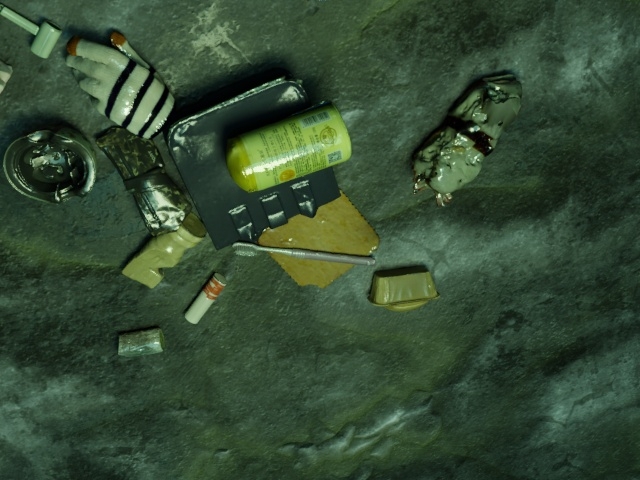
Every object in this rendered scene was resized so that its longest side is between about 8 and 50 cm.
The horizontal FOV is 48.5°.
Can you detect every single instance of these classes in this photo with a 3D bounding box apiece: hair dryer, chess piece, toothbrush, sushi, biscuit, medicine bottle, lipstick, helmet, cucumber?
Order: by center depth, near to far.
[{"bbox_3d":[-0.550,-0.397,1.316,0.124,0.038,0.063,30,108,-20],"label":"hair dryer"},{"bbox_3d":[-0.066,-0.176,1.376,0.238,0.124,0.124,-20,122,-6],"label":"medicine bottle"},{"bbox_3d":[-0.524,-0.163,1.413,0.176,0.107,0.153,-6,125,11],"label":"helmet"},{"bbox_3d":[0.324,-0.230,1.571,0.124,0.130,0.332,30,107,-27],"label":"sushi"},{"bbox_3d":[-0.350,0.024,1.580,0.200,0.090,0.090,-42,120,19],"label":"chess piece"},{"bbox_3d":[-0.034,0.037,1.674,0.353,0.029,0.024,7,131,-18],"label":"toothbrush"},{"bbox_3d":[-0.271,0.137,1.680,0.038,0.038,0.131,30,108,-27],"label":"lipstick"},{"bbox_3d":[0.000,0.000,1.686,0.232,0.013,0.237,-37,120,8],"label":"biscuit"},{"bbox_3d":[-0.430,0.244,1.691,0.111,0.064,0.064,-7,120,-8],"label":"cucumber"}]

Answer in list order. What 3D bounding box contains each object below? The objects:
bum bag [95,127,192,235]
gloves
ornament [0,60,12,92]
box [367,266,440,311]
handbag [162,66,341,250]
[{"bbox_3d":[-0.359,-0.128,1.475,0.102,0.069,0.248,-27,105,4],"label":"bum bag"},{"bbox_3d":[-0.387,-0.300,1.356,0.140,0.131,0.218,-44,126,10],"label":"gloves"},{"bbox_3d":[-0.723,-0.252,1.230,0.239,0.240,0.240,38,105,-28],"label":"ornament"},{"bbox_3d":[0.205,0.125,1.758,0.177,0.111,0.111,-8,120,-9],"label":"box"},{"bbox_3d":[-0.141,-0.164,1.495,0.303,0.122,0.330,-24,122,-4],"label":"handbag"}]
